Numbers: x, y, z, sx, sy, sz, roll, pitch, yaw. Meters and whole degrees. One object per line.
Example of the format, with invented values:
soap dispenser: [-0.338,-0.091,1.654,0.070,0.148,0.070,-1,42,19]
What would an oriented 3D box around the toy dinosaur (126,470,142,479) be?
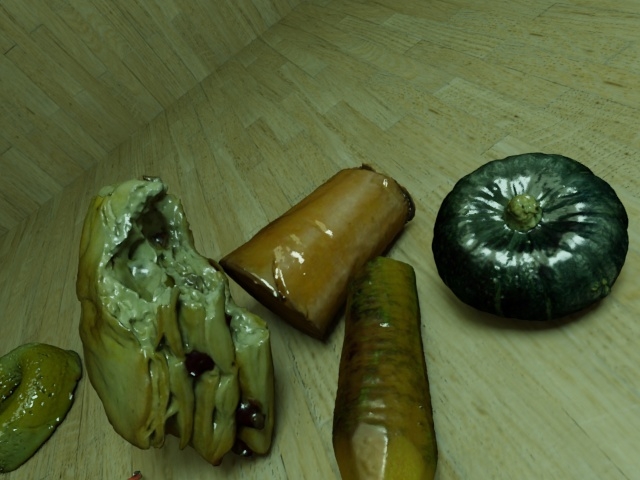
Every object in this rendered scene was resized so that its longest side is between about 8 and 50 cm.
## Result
toy dinosaur: [-0.304,0.461,0.601,0.139,0.070,0.286,20,62,38]

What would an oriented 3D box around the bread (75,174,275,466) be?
bread: [-0.219,0.102,0.632,0.192,0.369,0.314,-19,18,-35]

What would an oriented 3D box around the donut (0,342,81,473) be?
donut: [-0.627,0.326,0.968,0.272,0.107,0.272,-22,42,21]

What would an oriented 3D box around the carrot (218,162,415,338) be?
carrot: [0.000,0.000,0.711,0.196,0.196,0.254,19,63,49]

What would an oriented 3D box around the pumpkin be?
pumpkin: [0.236,-0.007,0.548,0.212,0.152,0.211,-23,45,24]

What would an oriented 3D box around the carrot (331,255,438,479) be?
carrot: [0.073,0.154,0.552,0.114,0.114,0.301,-21,38,23]
